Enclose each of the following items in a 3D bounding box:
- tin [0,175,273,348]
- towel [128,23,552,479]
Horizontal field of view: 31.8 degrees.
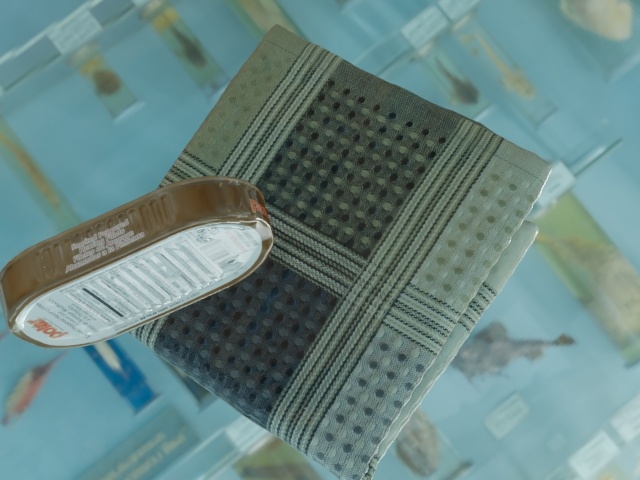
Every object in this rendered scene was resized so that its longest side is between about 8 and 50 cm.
[{"bbox_3d":[-0.121,0.018,0.740,0.190,0.040,0.106,-24,149,7],"label":"tin"},{"bbox_3d":[0.000,0.000,0.980,0.324,0.312,0.056,-56,158,-7],"label":"towel"}]
